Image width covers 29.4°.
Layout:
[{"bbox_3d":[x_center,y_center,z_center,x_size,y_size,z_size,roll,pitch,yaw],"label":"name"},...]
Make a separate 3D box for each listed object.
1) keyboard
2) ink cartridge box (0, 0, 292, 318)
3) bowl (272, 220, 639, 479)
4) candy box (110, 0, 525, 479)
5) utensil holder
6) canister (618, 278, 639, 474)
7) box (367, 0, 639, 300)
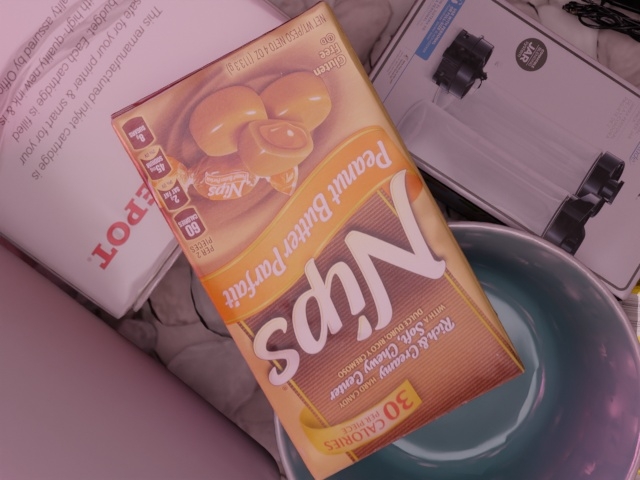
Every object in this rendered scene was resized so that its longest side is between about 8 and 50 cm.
[{"bbox_3d":[0.256,-0.230,1.095,0.192,0.038,0.100,19,74,0],"label":"keyboard"},{"bbox_3d":[-0.230,-0.167,1.038,0.395,0.166,0.285,37,97,-4],"label":"ink cartridge box"},{"bbox_3d":[0.117,0.127,1.073,0.312,0.163,0.311,0,98,1],"label":"bowl"},{"bbox_3d":[0.000,0.000,0.933,0.183,0.087,0.316,-29,96,4],"label":"candy box"},{"bbox_3d":[-0.273,0.191,0.980,0.385,0.327,0.327,40,97,-17],"label":"utensil holder"},{"bbox_3d":[0.316,0.124,1.114,0.126,0.073,0.170,4,96,0],"label":"canister"},{"bbox_3d":[0.178,-0.091,1.066,0.290,0.087,0.169,34,85,-4],"label":"box"}]
